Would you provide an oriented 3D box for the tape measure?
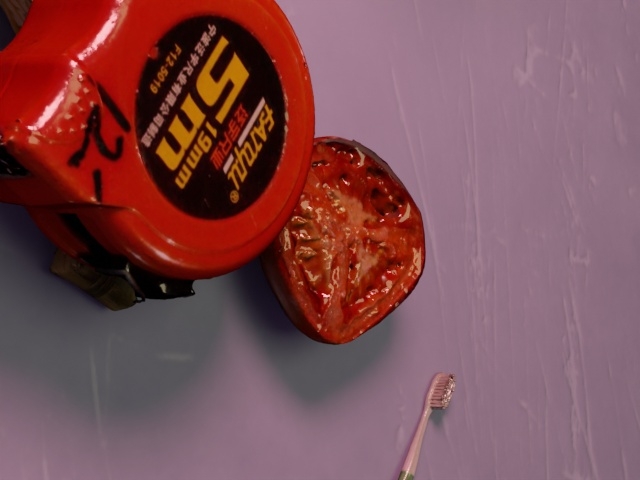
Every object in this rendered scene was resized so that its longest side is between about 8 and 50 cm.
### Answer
[{"bbox_3d":[-0.121,-0.085,1.063,0.260,0.114,0.253,49,59,-38],"label":"tape measure"}]

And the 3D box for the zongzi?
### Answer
[{"bbox_3d":[-0.165,0.005,1.133,0.076,0.040,0.083,41,41,-42],"label":"zongzi"}]

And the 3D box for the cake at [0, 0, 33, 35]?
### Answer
[{"bbox_3d":[-0.223,-0.184,1.080,0.185,0.080,0.116,19,85,-53],"label":"cake"}]

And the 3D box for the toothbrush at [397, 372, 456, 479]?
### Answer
[{"bbox_3d":[0.071,0.228,1.348,0.018,0.024,0.257,45,58,-32],"label":"toothbrush"}]

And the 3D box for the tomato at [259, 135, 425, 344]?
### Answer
[{"bbox_3d":[0.002,-0.008,1.261,0.166,0.082,0.174,-39,117,-36],"label":"tomato"}]
